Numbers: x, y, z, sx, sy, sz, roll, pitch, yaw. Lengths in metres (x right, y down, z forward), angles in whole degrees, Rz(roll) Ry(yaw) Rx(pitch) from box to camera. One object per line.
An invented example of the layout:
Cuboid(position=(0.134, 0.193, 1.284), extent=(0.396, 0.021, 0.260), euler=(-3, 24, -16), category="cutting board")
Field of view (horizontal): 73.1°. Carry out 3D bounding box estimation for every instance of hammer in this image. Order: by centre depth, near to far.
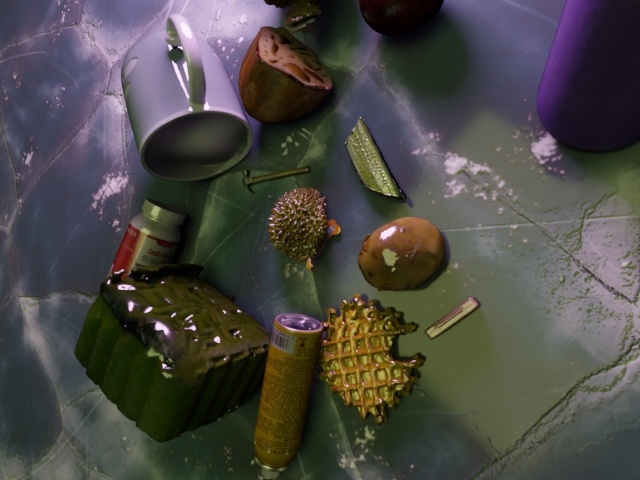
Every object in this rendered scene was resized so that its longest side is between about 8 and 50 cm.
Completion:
Cuboid(position=(-0.110, -0.155, 1.046), extent=(0.181, 0.017, 0.062), euler=(-7, 81, 22), category="hammer")

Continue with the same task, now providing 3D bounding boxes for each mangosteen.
Cuboid(position=(0.158, -0.524, 0.878), extent=(0.199, 0.200, 0.200), euler=(-3, 82, 23), category="mangosteen")

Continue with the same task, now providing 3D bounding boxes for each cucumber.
Cuboid(position=(0.113, -0.159, 0.935), extent=(0.070, 0.046, 0.220), euler=(-31, 71, 20), category="cucumber")

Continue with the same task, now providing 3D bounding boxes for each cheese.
Cuboid(position=(0.000, 0.000, 0.978), extent=(0.111, 0.017, 0.047), euler=(-46, 71, 12), category="cheese")

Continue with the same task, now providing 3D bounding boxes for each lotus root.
Cuboid(position=(-0.093, -0.357, 1.004), extent=(0.180, 0.199, 0.188), euler=(-51, 23, 41), category="lotus root")

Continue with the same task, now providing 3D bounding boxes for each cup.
Cuboid(position=(-0.315, -0.346, 0.988), extent=(0.259, 0.357, 0.275), euler=(-16, 69, -23), category="cup")

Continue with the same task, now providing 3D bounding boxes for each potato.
Cuboid(position=(0.158, 0.029, 0.848), extent=(0.175, 0.137, 0.137), euler=(-36, 71, 13), category="potato")

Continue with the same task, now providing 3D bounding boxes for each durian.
Cuboid(position=(-0.053, -0.026, 0.949), extent=(0.146, 0.102, 0.208), euler=(-20, 66, 15), category="durian")

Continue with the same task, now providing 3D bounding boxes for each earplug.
Cuboid(position=(0.430, -0.299, 0.589), extent=(0.215, 0.456, 0.215), euler=(-4, 79, 22), category="earplug")

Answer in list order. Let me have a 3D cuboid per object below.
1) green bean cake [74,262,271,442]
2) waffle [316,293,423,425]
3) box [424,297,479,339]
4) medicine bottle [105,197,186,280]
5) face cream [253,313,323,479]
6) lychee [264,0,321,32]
Cuboid(position=(-0.284, 0.211, 0.916), extent=(0.319, 0.335, 0.218), euler=(32, 106, 21), category="green bean cake")
Cuboid(position=(0.090, 0.238, 0.893), extent=(0.231, 0.051, 0.229), euler=(30, 99, 24), category="waffle")
Cuboid(position=(0.254, 0.151, 0.831), extent=(0.115, 0.048, 0.025), euler=(-40, 66, 13), category="box")
Cuboid(position=(-0.444, 0.027, 1.107), extent=(0.131, 0.131, 0.250), euler=(27, 95, 24), category="medicine bottle")
Cuboid(position=(-0.075, 0.336, 0.906), extent=(0.104, 0.105, 0.349), euler=(14, 99, 24), category="face cream")
Cuboid(position=(-0.061, -0.648, 0.955), extent=(0.270, 0.270, 0.320), euler=(-43, 88, 13), category="lychee")
